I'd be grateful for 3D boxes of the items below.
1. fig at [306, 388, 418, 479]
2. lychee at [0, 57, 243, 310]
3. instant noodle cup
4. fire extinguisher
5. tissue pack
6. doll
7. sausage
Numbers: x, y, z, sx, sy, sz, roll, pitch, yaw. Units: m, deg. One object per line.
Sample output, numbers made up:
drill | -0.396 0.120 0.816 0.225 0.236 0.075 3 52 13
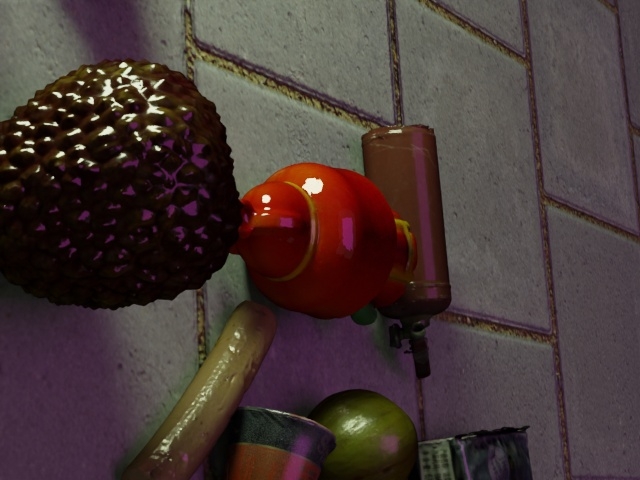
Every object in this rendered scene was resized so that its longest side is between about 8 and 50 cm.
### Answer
fig | 0.018 0.253 1.639 0.186 0.142 0.148 -4 117 -21
lychee | -0.195 -0.047 1.278 0.271 0.236 0.236 -26 104 -33
instant noodle cup | -0.057 0.264 1.514 0.127 0.127 0.135 40 57 -46
fire extinguisher | 0.122 0.020 1.894 0.147 0.107 0.337 47 38 -78
tissue pack | 0.221 0.440 1.895 0.259 0.122 0.361 11 69 -60
doll | -0.001 0.000 1.633 0.363 0.160 0.182 13 77 -56
sausage | -0.120 0.169 1.485 0.065 0.066 0.301 63 37 -25
